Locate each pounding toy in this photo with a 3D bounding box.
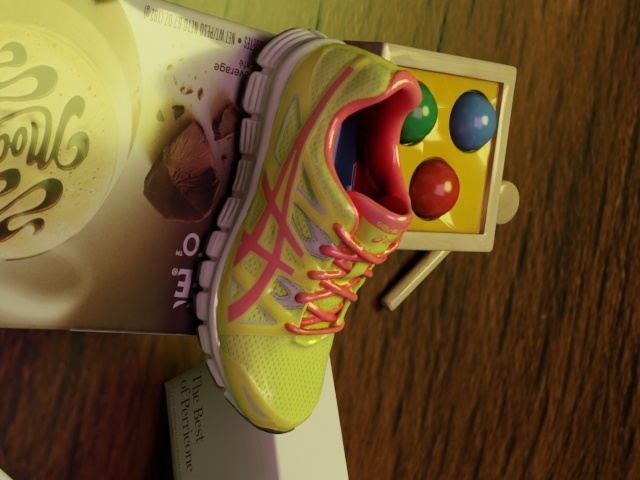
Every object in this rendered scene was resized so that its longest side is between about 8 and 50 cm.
[{"bbox_3d":[0.082,-0.033,0.870,0.206,0.094,0.181,2,97,-42],"label":"pounding toy"}]

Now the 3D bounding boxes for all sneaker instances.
[{"bbox_3d":[0.000,0.000,0.637,0.081,0.094,0.209,-1,101,-50],"label":"sneaker"}]

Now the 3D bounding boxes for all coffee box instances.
[{"bbox_3d":[-0.133,-0.044,0.640,0.297,0.118,0.168,9,91,-49],"label":"coffee box"}]

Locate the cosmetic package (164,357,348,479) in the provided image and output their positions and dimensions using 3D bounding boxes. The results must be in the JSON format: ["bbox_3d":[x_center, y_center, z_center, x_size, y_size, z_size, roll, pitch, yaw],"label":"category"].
[{"bbox_3d":[-0.031,0.181,0.735,0.060,0.099,0.239,17,54,-43],"label":"cosmetic package"}]

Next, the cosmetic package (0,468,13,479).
[{"bbox_3d":[-0.278,0.263,0.610,0.377,0.097,0.284,-52,125,-21],"label":"cosmetic package"}]
